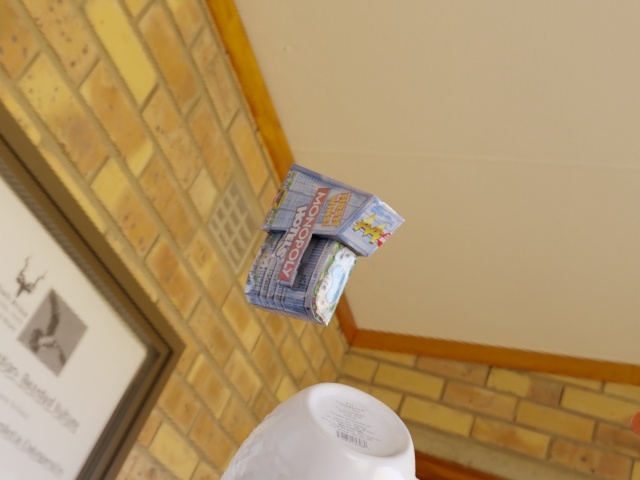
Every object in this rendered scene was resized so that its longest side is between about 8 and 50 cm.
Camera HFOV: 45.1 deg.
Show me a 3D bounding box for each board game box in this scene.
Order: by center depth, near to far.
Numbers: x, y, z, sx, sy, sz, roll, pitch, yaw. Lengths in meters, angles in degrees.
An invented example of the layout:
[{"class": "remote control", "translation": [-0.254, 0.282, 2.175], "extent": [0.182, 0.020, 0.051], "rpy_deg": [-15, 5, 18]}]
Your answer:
[{"class": "board game box", "translation": [0.000, 0.000, 0.939], "extent": [0.060, 0.194, 0.194], "rpy_deg": [35, -18, -33]}]

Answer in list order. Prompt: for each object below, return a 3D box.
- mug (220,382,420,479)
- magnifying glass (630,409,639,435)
[{"class": "mug", "translation": [0.031, 0.406, 1.110], "extent": [0.374, 0.276, 0.328], "rpy_deg": [26, -71, 4]}, {"class": "magnifying glass", "translation": [0.424, 0.188, 0.861], "extent": [0.231, 0.026, 0.092], "rpy_deg": [1, -55, -35]}]
